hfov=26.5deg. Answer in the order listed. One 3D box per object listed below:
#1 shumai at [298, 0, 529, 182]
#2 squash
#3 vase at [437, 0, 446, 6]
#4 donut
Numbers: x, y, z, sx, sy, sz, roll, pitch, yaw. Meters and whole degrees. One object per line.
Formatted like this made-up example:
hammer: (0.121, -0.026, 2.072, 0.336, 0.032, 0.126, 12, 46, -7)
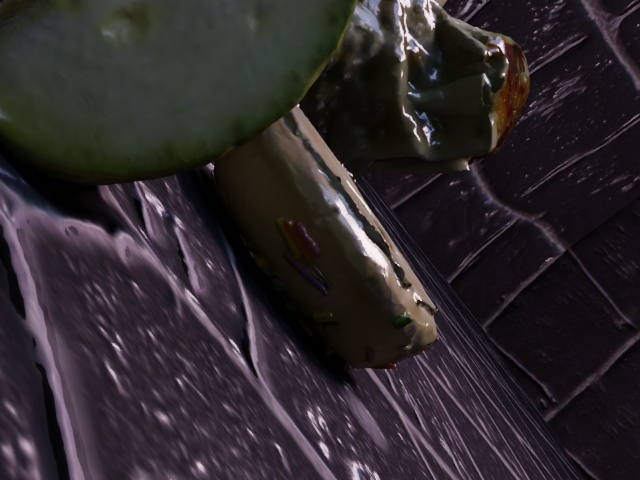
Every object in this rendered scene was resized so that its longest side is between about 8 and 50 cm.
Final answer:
shumai: (0.049, -0.170, 1.113, 0.225, 0.222, 0.261, 144, -68, -83)
squash: (-0.083, -0.081, 0.553, 0.093, 0.169, 0.252, 54, -18, -18)
vase: (-0.040, -0.277, 1.333, 0.329, 0.302, 0.241, 23, 25, -43)
donut: (0.000, 0.000, 0.757, 0.174, 0.068, 0.174, 55, 4, -6)
